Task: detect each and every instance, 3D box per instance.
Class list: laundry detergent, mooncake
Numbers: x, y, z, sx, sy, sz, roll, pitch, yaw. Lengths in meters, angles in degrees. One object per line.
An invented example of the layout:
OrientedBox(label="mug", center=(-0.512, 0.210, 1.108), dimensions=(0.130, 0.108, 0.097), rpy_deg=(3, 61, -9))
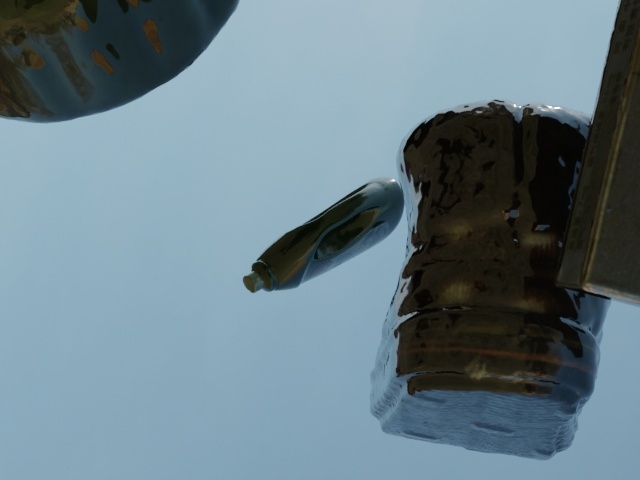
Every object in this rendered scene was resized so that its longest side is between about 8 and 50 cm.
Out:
OrientedBox(label="laundry detergent", center=(0.000, 0.000, 1.631), dimensions=(0.063, 0.211, 0.137), rpy_deg=(55, -30, 12))
OrientedBox(label="mooncake", center=(-0.240, -0.284, 1.293), dimensions=(0.351, 0.187, 0.351), rpy_deg=(-7, -128, 9))

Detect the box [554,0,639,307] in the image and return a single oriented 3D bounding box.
OrientedBox(label="box", center=(0.259, -0.110, 0.813), dimensions=(0.047, 0.180, 0.324), rpy_deg=(-176, -80, -74))

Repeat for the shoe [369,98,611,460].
OrientedBox(label="shoe", center=(0.129, 0.031, 1.031), dimensions=(0.384, 0.171, 0.237), rpy_deg=(71, 27, -73))
